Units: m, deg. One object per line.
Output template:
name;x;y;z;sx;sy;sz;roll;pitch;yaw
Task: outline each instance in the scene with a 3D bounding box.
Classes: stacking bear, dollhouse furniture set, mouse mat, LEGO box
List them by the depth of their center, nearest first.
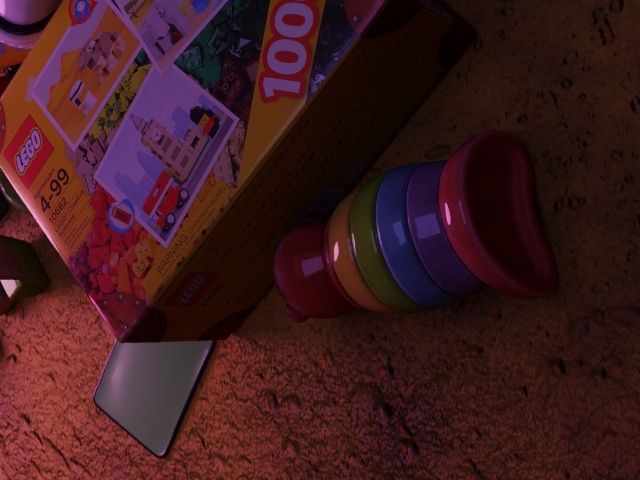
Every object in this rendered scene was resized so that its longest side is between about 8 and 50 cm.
stacking bear;0.074;0.008;1.184;0.289;0.164;0.175;-19;76;37
LEGO box;-0.128;-0.183;1.305;0.500;0.193;0.372;-51;62;21
mouse mat;-0.220;0.169;1.458;0.152;0.007;0.190;32;106;32
dollhouse furniture set;-0.564;0.083;1.610;0.301;0.151;0.198;-44;64;24

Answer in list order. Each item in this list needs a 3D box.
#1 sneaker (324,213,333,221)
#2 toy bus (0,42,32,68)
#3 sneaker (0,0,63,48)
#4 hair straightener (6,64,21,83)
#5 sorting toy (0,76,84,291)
sneaker;0.000;0.000;1.300;0.031;0.035;0.083;49;113;26
toy bus;-0.472;-0.300;1.535;0.332;0.108;0.130;-14;111;4
sneaker;-0.313;-0.428;1.370;0.210;0.137;0.366;137;149;-58
hair straightener;-0.466;-0.317;1.642;0.089;0.047;0.230;-3;90;34
sorting toy;-0.399;-0.066;1.556;0.365;0.127;0.126;50;141;22
